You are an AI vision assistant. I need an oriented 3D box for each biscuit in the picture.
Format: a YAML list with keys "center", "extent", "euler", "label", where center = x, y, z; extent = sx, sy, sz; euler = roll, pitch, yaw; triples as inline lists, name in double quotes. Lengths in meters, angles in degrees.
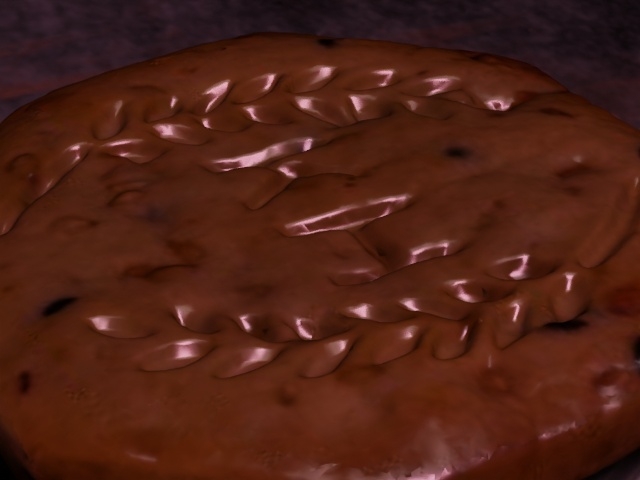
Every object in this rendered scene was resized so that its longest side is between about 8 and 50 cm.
- center: [0.000, -0.001, 0.745]
  extent: [0.359, 0.046, 0.359]
  euler: [0, 33, 0]
  label: "biscuit"

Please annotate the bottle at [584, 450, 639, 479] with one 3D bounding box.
- center: [0.062, 0.118, 0.680]
  extent: [0.096, 0.079, 0.254]
  euler: [52, 47, 1]
  label: "bottle"
